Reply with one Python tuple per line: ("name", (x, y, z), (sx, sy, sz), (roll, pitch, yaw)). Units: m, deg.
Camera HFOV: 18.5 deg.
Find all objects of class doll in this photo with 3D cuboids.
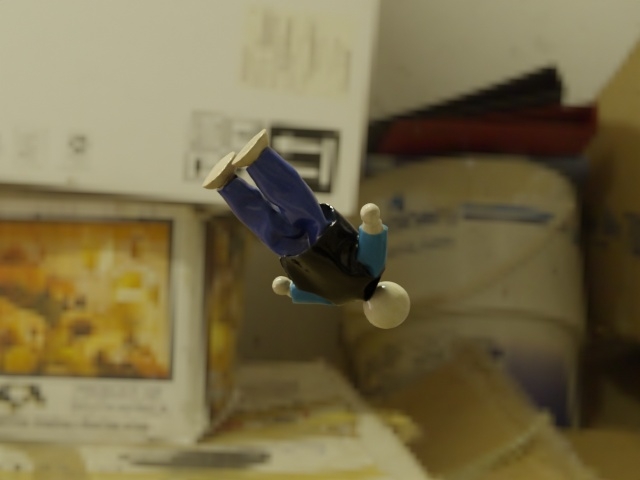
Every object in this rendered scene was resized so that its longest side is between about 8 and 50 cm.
("doll", (0.000, 0.000, 1.528), (0.129, 0.189, 0.046), (-33, 18, 38))
